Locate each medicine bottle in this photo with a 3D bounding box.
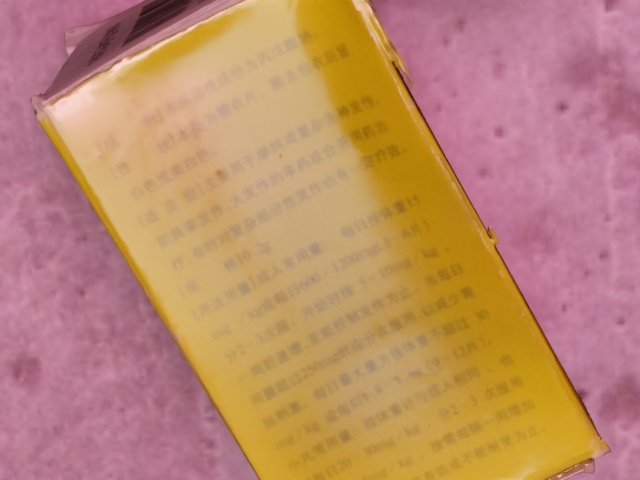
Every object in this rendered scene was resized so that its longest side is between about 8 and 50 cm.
[{"bbox_3d":[0.000,0.000,0.645,0.141,0.137,0.250,-27,106,8],"label":"medicine bottle"}]
